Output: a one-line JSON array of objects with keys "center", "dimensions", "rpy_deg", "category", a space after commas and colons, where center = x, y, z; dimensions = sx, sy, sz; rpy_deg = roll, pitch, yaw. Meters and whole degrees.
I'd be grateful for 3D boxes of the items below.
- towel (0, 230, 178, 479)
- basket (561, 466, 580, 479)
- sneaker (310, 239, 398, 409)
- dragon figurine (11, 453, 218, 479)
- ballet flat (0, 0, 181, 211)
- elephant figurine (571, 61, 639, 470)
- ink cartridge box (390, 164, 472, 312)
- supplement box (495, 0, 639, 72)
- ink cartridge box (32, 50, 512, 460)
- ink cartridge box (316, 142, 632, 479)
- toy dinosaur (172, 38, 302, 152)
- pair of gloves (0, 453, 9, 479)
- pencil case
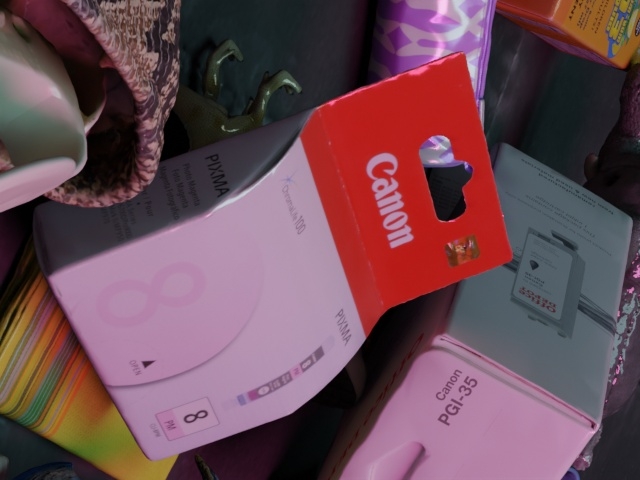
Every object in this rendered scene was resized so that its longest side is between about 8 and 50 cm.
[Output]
[{"center": [-0.123, 0.073, 1.121], "dimensions": [0.102, 0.021, 0.237], "rpy_deg": [-62, 154, -10], "category": "towel"}, {"center": [0.074, 0.286, 1.451], "dimensions": [0.289, 0.201, 0.254], "rpy_deg": [0, 107, -55], "category": "basket"}, {"center": [0.000, 0.000, 1.211], "dimensions": [0.279, 0.107, 0.118], "rpy_deg": [103, 7, -64], "category": "sneaker"}, {"center": [-0.123, 0.170, 1.028], "dimensions": [0.289, 0.085, 0.144], "rpy_deg": [-45, 135, -41], "category": "dragon figurine"}, {"center": [-0.170, -0.097, 0.703], "dimensions": [0.483, 0.164, 0.182], "rpy_deg": [24, 53, -67], "category": "ballet flat"}, {"center": [0.229, 0.016, 1.548], "dimensions": [0.169, 0.186, 0.239], "rpy_deg": [-33, 163, -54], "category": "elephant figurine"}, {"center": [0.112, 0.005, 1.500], "dimensions": [0.099, 0.056, 0.135], "rpy_deg": [-3, 110, -62], "category": "ink cartridge box"}, {"center": [0.189, -0.189, 1.498], "dimensions": [0.233, 0.080, 0.078], "rpy_deg": [10, 101, -67], "category": "supplement box"}, {"center": [-0.013, 0.015, 1.042], "dimensions": [0.189, 0.232, 0.066], "rpy_deg": [70, 4, -52], "category": "ink cartridge box"}, {"center": [0.097, 0.094, 1.302], "dimensions": [0.207, 0.117, 0.283], "rpy_deg": [-59, -177, 30], "category": "ink cartridge box"}, {"center": [-0.057, -0.064, 1.116], "dimensions": [0.092, 0.053, 0.183], "rpy_deg": [-58, 152, -22], "category": "toy dinosaur"}, {"center": [-0.183, 0.223, 1.076], "dimensions": [0.204, 0.042, 0.240], "rpy_deg": [-66, 154, -9], "category": "pair of gloves"}, {"center": [0.079, -0.143, 1.295], "dimensions": [0.086, 0.088, 0.206], "rpy_deg": [-34, 135, -55], "category": "pencil case"}]
